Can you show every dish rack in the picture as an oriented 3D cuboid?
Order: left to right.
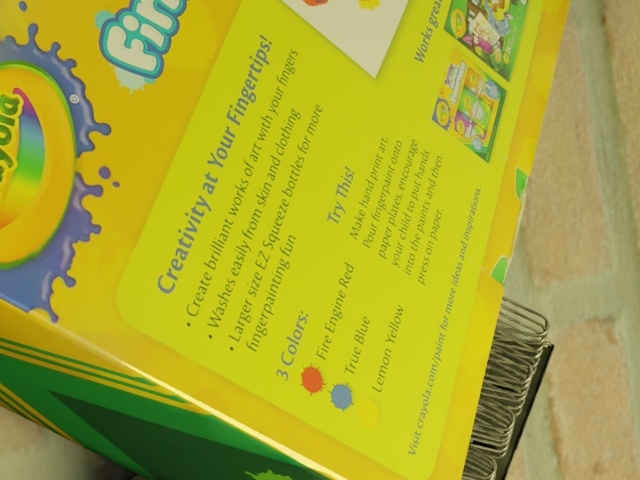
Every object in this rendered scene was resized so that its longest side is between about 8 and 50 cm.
[{"bbox_3d":[0.118,0.138,0.854,0.074,0.271,0.208,19,74,14],"label":"dish rack"}]

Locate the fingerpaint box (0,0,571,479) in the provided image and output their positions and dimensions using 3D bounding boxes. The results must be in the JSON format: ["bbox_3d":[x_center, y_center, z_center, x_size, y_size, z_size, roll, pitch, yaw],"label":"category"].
[{"bbox_3d":[-0.052,-0.076,0.730,0.371,0.163,0.445,32,57,-24],"label":"fingerpaint box"}]

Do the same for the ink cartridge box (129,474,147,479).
[{"bbox_3d":[-0.131,0.320,0.752,0.289,0.121,0.211,-41,108,-26],"label":"ink cartridge box"}]
